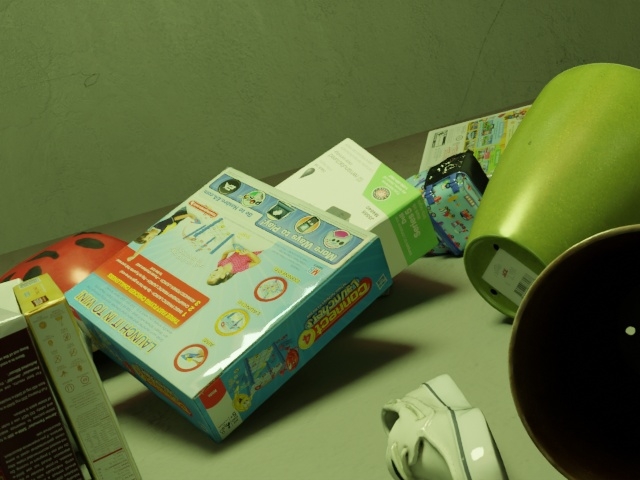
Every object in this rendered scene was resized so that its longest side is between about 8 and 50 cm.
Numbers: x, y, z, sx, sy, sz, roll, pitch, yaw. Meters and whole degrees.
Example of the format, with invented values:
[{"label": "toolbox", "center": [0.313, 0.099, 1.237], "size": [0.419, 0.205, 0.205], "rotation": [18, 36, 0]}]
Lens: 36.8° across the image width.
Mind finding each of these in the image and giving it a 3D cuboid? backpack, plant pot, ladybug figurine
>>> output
[{"label": "backpack", "center": [0.208, -0.047, 1.610], "size": [0.173, 0.158, 0.117], "rotation": [-24, 24, 31]}, {"label": "plant pot", "center": [0.321, -0.037, 1.235], "size": [0.274, 0.275, 0.293], "rotation": [-1, 34, 50]}, {"label": "ladybug figurine", "center": [-0.420, 0.092, 1.591], "size": [0.305, 0.162, 0.449], "rotation": [-35, 12, -26]}, {"label": "plant pot", "center": [0.289, 0.089, 0.807], "size": [0.215, 0.215, 0.230], "rotation": [-10, -1, 24]}]

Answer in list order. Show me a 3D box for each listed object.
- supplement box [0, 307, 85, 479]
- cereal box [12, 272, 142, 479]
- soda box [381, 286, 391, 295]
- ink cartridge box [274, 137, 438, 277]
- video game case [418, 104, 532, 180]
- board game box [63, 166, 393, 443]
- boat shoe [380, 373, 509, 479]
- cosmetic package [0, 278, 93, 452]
[{"label": "supplement box", "center": [-0.299, 0.188, 0.937], "size": [0.073, 0.239, 0.130], "rotation": [-25, 15, -31]}, {"label": "cereal box", "center": [-0.249, 0.161, 0.997], "size": [0.047, 0.240, 0.173], "rotation": [-24, 15, -18]}, {"label": "soda box", "center": [-0.033, 0.060, 1.538], "size": [0.286, 0.098, 0.091], "rotation": [-12, 13, 11]}, {"label": "ink cartridge box", "center": [0.000, 0.000, 1.405], "size": [0.273, 0.115, 0.198], "rotation": [-35, 43, -12]}, {"label": "video game case", "center": [0.281, -0.157, 1.726], "size": [0.206, 0.026, 0.227], "rotation": [-13, 31, 23]}, {"label": "board game box", "center": [-0.122, 0.063, 1.225], "size": [0.302, 0.086, 0.308], "rotation": [-40, 43, -23]}, {"label": "boat shoe", "center": [0.099, 0.181, 0.826], "size": [0.088, 0.096, 0.267], "rotation": [-20, 11, -1]}, {"label": "cosmetic package", "center": [-0.482, 0.194, 1.141], "size": [0.385, 0.156, 0.217], "rotation": [-15, -27, 2]}]
